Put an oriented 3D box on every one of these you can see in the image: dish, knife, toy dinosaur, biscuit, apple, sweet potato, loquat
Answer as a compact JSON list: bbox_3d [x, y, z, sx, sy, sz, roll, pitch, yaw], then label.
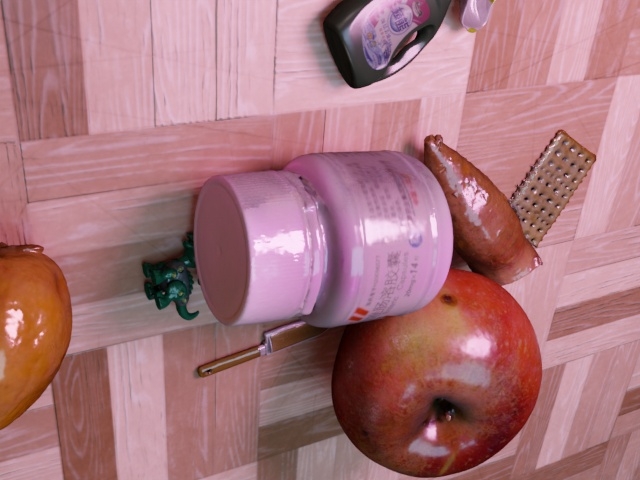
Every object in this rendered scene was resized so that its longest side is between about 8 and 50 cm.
[{"bbox_3d":[0.225,-0.369,1.091,0.091,0.039,0.137,-10,128,-40],"label":"dish"},{"bbox_3d":[-0.080,0.169,1.255,0.256,0.022,0.046,-18,122,-21],"label":"knife"},{"bbox_3d":[-0.199,0.058,1.096,0.096,0.059,0.132,-19,118,-27],"label":"toy dinosaur"},{"bbox_3d":[0.414,-0.093,1.392,0.144,0.016,0.203,26,102,-39],"label":"biscuit"},{"bbox_3d":[0.186,0.210,1.257,0.349,0.277,0.348,-3,120,-5],"label":"apple"},{"bbox_3d":[0.248,-0.044,1.250,0.131,0.131,0.336,-44,131,0],"label":"sweet potato"},{"bbox_3d":[-0.397,0.114,0.902,0.193,0.238,0.238,13,112,-14],"label":"loquat"}]

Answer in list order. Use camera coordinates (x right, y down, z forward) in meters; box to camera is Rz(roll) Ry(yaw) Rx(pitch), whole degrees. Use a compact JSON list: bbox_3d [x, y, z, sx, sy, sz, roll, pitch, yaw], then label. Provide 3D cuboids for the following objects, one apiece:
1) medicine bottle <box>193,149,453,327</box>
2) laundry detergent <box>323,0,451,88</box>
[{"bbox_3d":[0.000,0.000,1.052,0.302,0.241,0.241,-6,121,-28],"label":"medicine bottle"},{"bbox_3d":[0.111,-0.304,1.052,0.211,0.063,0.137,-35,133,-11],"label":"laundry detergent"}]
